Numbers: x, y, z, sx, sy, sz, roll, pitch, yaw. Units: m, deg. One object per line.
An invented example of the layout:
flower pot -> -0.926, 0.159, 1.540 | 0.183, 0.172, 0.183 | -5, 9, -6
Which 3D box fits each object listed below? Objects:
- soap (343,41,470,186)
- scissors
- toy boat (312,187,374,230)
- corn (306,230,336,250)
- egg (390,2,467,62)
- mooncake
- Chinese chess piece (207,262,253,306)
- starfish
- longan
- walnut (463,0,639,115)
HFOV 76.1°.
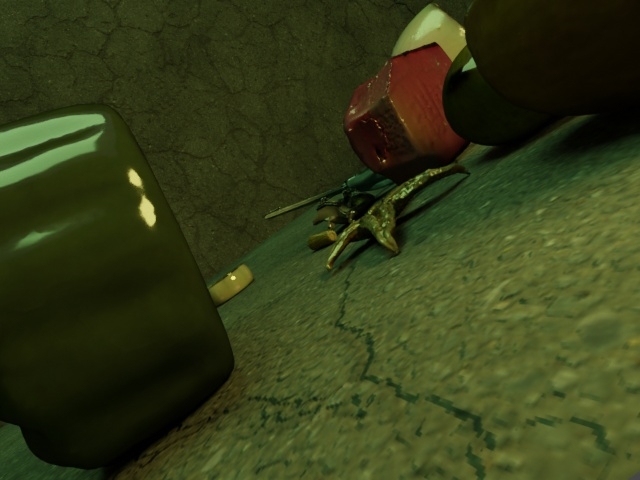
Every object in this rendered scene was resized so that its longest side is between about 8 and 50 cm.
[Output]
soap -> 0.171, -0.233, 0.760 | 0.325, 0.220, 0.127 | -39, 4, -41
scissors -> 0.040, -0.114, 0.902 | 0.360, 0.029, 0.191 | -19, -8, -1
toy boat -> 0.064, -0.074, 0.849 | 0.084, 0.066, 0.210 | -14, 6, 36
corn -> 0.000, 0.000, 0.753 | 0.083, 0.027, 0.028 | -20, 32, 57
egg -> 0.369, -0.518, 1.340 | 0.340, 0.354, 0.354 | -50, -1, 27
mooncake -> -0.233, 0.037, 0.419 | 0.187, 0.351, 0.351 | -25, 3, -19
Chinese chess piece -> -0.217, 0.105, 0.968 | 0.122, 0.051, 0.122 | -36, 6, 4
starfish -> 0.097, -0.046, 0.526 | 0.138, 0.050, 0.247 | -24, 15, 50
longan -> 0.244, -0.193, 0.530 | 0.154, 0.176, 0.145 | 32, 109, 64
walnut -> 0.259, -0.208, 0.279 | 0.209, 0.209, 0.336 | -38, 19, -28
